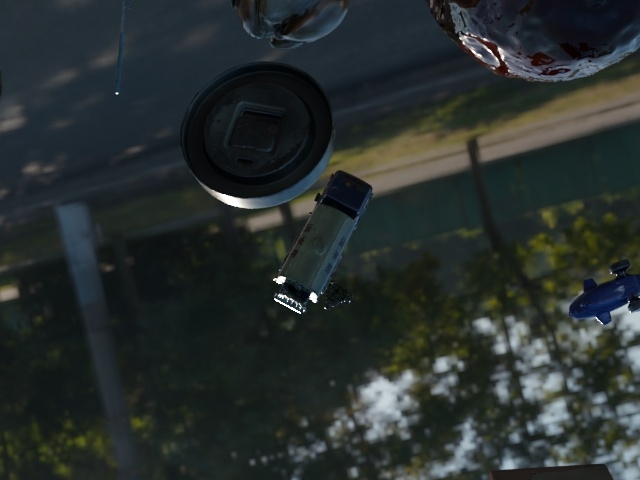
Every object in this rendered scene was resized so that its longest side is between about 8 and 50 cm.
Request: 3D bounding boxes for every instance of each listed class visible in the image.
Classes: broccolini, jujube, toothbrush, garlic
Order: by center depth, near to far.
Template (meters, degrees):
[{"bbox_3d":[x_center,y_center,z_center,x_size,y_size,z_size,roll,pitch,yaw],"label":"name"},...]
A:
[{"bbox_3d":[0.231,-0.324,1.391,0.277,0.276,0.377,-14,-143,10],"label":"jujube"},{"bbox_3d":[-0.317,-0.317,2.100,0.014,0.167,0.011,12,-161,9],"label":"toothbrush"},{"bbox_3d":[-0.055,-0.420,2.112,0.160,0.214,0.191,-9,-138,35],"label":"garlic"},{"bbox_3d":[0.013,0.082,2.352,0.054,0.052,0.194,-17,-169,-10],"label":"broccolini"}]

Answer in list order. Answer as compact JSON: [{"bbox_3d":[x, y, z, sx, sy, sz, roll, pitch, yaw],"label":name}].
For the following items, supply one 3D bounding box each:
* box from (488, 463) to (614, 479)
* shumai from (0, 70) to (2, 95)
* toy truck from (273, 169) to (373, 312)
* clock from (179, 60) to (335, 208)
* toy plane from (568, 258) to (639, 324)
[{"bbox_3d":[0.409,0.470,2.241,0.215,0.086,0.215,-4,-166,0],"label":"box"},{"bbox_3d":[-0.556,-0.199,1.946,0.142,0.184,0.184,11,171,-18],"label":"shumai"},{"bbox_3d":[0.000,0.000,1.775,0.074,0.201,0.088,28,161,2],"label":"toy truck"},{"bbox_3d":[-0.120,-0.208,2.570,0.313,0.312,0.061,-14,154,4],"label":"clock"},{"bbox_3d":[0.329,0.043,1.327,0.167,0.054,0.062,-22,165,-1],"label":"toy plane"}]
